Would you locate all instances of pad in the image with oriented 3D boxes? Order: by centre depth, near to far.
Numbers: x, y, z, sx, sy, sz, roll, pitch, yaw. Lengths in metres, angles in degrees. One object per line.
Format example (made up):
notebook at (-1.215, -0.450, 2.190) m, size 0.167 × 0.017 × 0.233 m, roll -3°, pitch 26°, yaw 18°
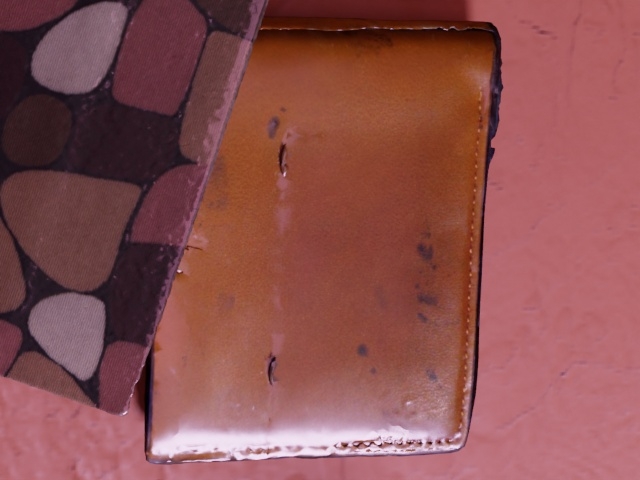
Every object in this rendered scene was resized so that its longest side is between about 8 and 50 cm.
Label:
pad at (-0.116, -0.062, 0.586) m, size 0.158 × 0.003 × 0.235 m, roll 19°, pitch 93°, yaw -1°

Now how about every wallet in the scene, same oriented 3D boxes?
wallet at (-0.002, 0.000, 0.638) m, size 0.161 × 0.042 × 0.195 m, roll -1°, pitch 97°, yaw -21°
